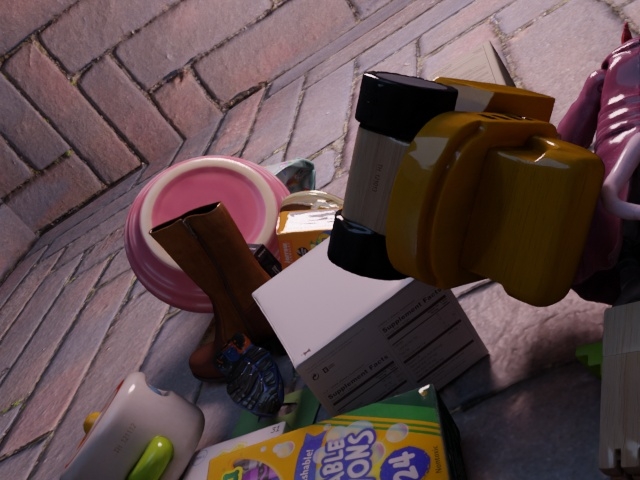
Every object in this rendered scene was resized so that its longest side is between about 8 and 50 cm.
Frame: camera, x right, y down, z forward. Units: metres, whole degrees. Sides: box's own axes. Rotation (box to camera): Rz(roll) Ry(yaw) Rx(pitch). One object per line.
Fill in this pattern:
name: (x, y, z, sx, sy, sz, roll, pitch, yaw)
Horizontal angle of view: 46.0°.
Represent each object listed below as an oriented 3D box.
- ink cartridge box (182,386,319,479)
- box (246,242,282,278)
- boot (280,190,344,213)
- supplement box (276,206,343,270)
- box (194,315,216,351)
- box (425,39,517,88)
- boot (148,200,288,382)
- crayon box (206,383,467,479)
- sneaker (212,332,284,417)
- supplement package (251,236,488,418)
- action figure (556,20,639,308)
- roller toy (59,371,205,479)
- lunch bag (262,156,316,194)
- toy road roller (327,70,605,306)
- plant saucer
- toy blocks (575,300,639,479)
ink cartridge box: (-0.095, 0.281, 1.014, 0.171, 0.056, 0.235, -25, 27, 30)
box: (-0.082, 0.068, 1.259, 0.029, 0.162, 0.116, -48, 24, -22)
boot: (0.000, 0.000, 1.303, 0.213, 0.077, 0.165, 13, 51, 22)
supplement box: (0.050, -0.006, 1.186, 0.234, 0.078, 0.080, -4, 32, 8)
box: (-0.139, 0.127, 1.417, 0.165, 0.021, 0.201, -23, 26, 31)
box: (0.280, -0.229, 1.335, 0.148, 0.121, 0.311, -29, 24, 22)
boot: (-0.180, 0.092, 1.203, 0.264, 0.280, 0.096, -21, 28, 36)
crayon box: (-0.011, 0.287, 0.755, 0.323, 0.083, 0.203, -23, 29, 14)
sneaker: (-0.089, 0.201, 1.103, 0.083, 0.087, 0.221, -47, 21, -2)
supplement package: (0.053, 0.104, 0.993, 0.204, 0.145, 0.262, -36, 22, -4)
action figure: (0.335, -0.109, 0.811, 0.248, 0.276, 0.370, -10, 58, 30)
roller toy: (-0.273, 0.294, 1.076, 0.209, 0.146, 0.191, -50, 10, 31)
lunch bag: (-0.139, -0.063, 1.611, 0.223, 0.160, 0.262, -5, 45, 54)
toy road roller: (0.182, -0.045, 0.771, 0.241, 0.202, 0.330, 25, 22, 37)
plant saucer: (-0.203, -0.031, 1.407, 0.332, 0.332, 0.084, -48, -17, -22)
toy blocks: (0.340, 0.148, 0.490, 0.382, 0.191, 0.260, -20, 40, 40)
